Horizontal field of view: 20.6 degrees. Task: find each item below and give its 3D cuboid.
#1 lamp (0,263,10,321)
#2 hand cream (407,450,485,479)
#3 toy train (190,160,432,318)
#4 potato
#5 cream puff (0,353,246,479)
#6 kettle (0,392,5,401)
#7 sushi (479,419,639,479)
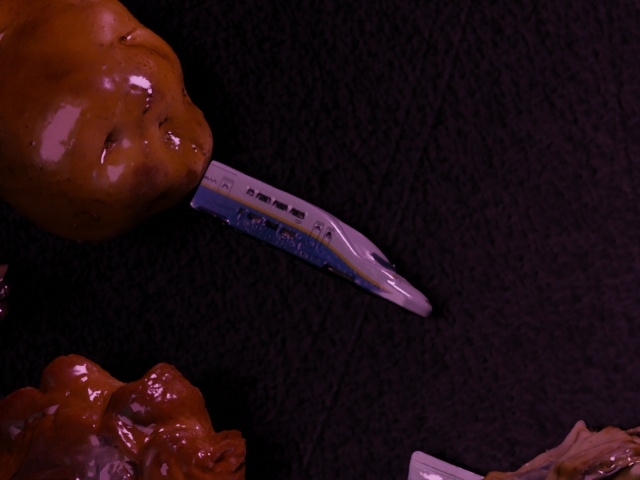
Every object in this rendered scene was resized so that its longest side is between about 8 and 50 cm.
[{"bbox_3d":[-0.367,0.037,1.627,0.253,0.118,0.118,12,91,25],"label":"lamp"},{"bbox_3d":[0.078,0.282,1.450,0.078,0.050,0.205,19,89,20],"label":"hand cream"},{"bbox_3d":[0.000,0.000,1.503,0.234,0.052,0.051,25,91,23],"label":"toy train"},{"bbox_3d":[-0.262,-0.141,1.575,0.369,0.176,0.195,34,126,26],"label":"potato"},{"bbox_3d":[-0.177,0.227,1.507,0.241,0.155,0.269,-9,80,22],"label":"cream puff"},{"bbox_3d":[-0.409,0.216,1.601,0.290,0.207,0.268,35,73,15],"label":"kettle"},{"bbox_3d":[0.184,0.229,1.371,0.291,0.139,0.131,-36,92,11],"label":"sushi"}]
